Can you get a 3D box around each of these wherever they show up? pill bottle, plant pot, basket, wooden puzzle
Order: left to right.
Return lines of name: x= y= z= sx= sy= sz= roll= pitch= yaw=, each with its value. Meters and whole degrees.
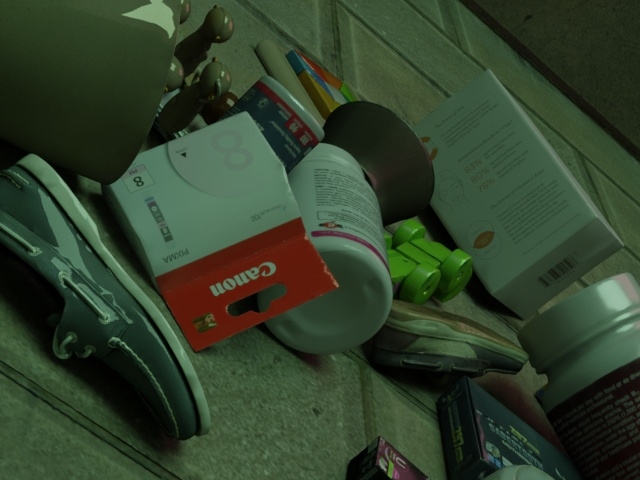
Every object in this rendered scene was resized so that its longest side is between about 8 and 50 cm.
plant pot: x=-0.321 y=-0.213 z=1.469 sx=0.274 sy=0.256 sz=0.256 roll=14 pitch=34 yaw=-25
pill bottle: x=-0.093 y=-0.103 z=1.710 sx=0.108 sy=0.180 sz=0.108 roll=44 pitch=-3 yaw=3
pill bottle: x=0.000 y=0.000 z=1.749 sx=0.160 sy=0.160 sz=0.283 roll=37 pitch=23 yaw=-22
wooden puzzle: x=0.017 y=-0.233 z=2.366 sx=0.239 sy=0.044 sz=0.221 roll=19 pitch=34 yaw=-49
basket: x=0.050 y=-0.091 z=2.033 sx=0.204 sy=0.154 sz=0.227 roll=50 pitch=25 yaw=0
pill bottle: x=0.450 y=0.258 z=1.964 sx=0.224 sy=0.224 sz=0.392 roll=1 pitch=58 yaw=-62

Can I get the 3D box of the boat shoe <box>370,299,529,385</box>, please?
boat shoe: x=0.169 y=0.148 z=1.893 sx=0.285 sy=0.092 sz=0.103 roll=18 pitch=8 yaw=-45

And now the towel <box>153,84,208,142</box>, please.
towel: x=-0.199 y=-0.185 z=1.891 sx=0.285 sy=0.034 sz=0.209 roll=45 pitch=19 yaw=-7

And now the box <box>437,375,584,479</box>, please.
box: x=0.258 y=0.303 z=1.822 sx=0.233 sy=0.059 sz=0.183 roll=40 pitch=20 yaw=-19

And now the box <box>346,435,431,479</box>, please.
box: x=0.076 y=0.270 z=1.551 sx=0.083 sy=0.052 sz=0.062 roll=42 pitch=23 yaw=-11

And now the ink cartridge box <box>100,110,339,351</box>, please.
ink cartridge box: x=-0.111 y=-0.016 z=1.561 sx=0.232 sy=0.189 sz=0.066 roll=55 pitch=-22 yaw=29

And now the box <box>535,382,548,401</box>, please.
box: x=0.394 y=0.260 z=2.122 sx=0.028 sy=0.081 sz=0.136 roll=28 pitch=25 yaw=-55

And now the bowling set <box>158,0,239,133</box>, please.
bowling set: x=-0.157 y=-0.232 z=1.764 sx=0.200 sy=0.154 sz=0.287 roll=20 pitch=50 yaw=-32

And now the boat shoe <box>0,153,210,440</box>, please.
boat shoe: x=-0.225 y=0.070 z=1.338 sx=0.099 sy=0.116 sz=0.319 roll=-34 pitch=86 yaw=-25

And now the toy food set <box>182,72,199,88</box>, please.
toy food set: x=-0.157 y=-0.197 z=1.923 sx=0.083 sy=0.020 sz=0.082 roll=31 pitch=24 yaw=-41

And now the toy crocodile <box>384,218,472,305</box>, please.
toy crocodile: x=0.121 y=0.048 z=1.987 sx=0.115 sy=0.105 sz=0.340 roll=33 pitch=19 yaw=19

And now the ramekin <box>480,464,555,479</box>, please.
ramekin: x=0.243 y=0.358 z=1.628 sx=0.207 sy=0.109 sz=0.207 roll=39 pitch=23 yaw=-19

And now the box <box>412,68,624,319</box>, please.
box: x=0.311 y=-0.077 z=2.365 sx=0.168 sy=0.215 sz=0.345 roll=34 pitch=22 yaw=-58
